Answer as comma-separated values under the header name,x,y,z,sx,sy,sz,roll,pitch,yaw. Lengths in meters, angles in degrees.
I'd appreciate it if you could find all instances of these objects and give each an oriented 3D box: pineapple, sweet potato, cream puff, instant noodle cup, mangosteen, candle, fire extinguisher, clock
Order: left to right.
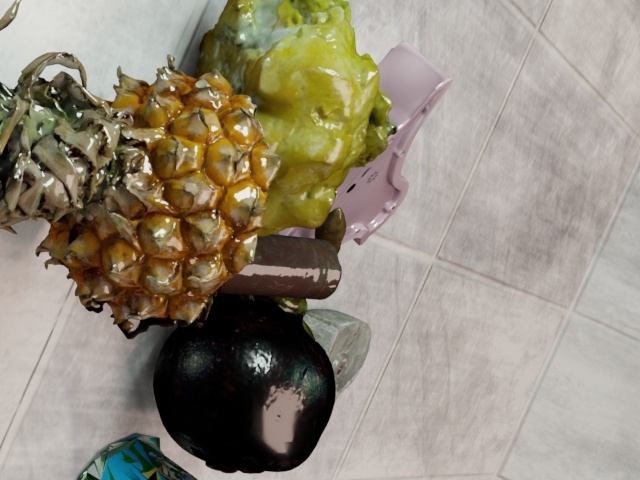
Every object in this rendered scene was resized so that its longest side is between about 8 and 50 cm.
name,x,y,z,sx,sy,sz,roll,pitch,yaw
pineapple,-0.207,-0.067,1.318,0.272,0.262,0.262,24,91,-55
instant noodle cup,-0.189,0.366,1.806,0.240,0.178,0.240,-48,151,-37
fire extinguisher,-0.098,0.014,1.688,0.268,0.072,0.089,6,93,-40
mangosteen,-0.086,0.152,1.788,0.243,0.243,0.243,-47,152,-36
cream puff,-0.022,-0.130,1.536,0.282,0.185,0.281,-164,-90,-70
candle,0.001,0.163,2.156,0.192,0.068,0.168,-53,154,-34
sweet potato,0.006,0.001,1.813,0.153,0.041,0.038,118,-25,-54
clock,0.048,-0.105,1.864,0.290,0.080,0.275,-52,162,20
